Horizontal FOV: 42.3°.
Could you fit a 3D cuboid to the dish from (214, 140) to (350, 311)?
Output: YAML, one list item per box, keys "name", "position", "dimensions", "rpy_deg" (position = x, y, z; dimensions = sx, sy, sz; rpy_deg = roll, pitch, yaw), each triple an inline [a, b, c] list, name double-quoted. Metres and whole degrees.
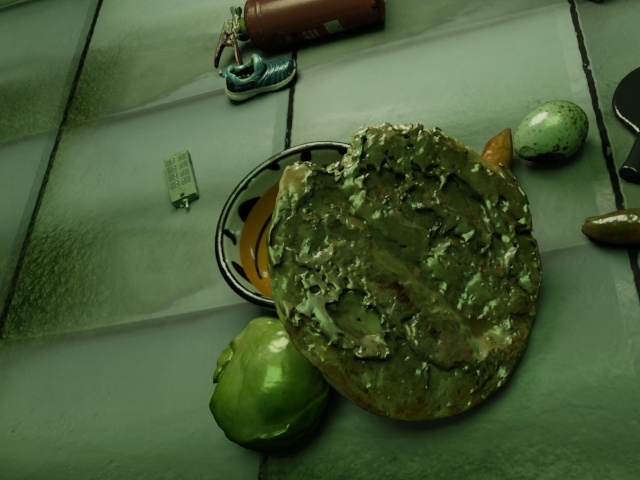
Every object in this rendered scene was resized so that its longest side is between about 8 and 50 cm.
- name: "dish"
  position: [0.000, 0.000, 1.182]
  dimensions: [0.303, 0.120, 0.303]
  rpy_deg: [-10, 57, 16]

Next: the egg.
- name: "egg"
  position: [0.329, -0.153, 1.186]
  dimensions: [0.110, 0.085, 0.085]
  rpy_deg: [-30, 48, 6]

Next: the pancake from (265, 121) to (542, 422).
- name: "pancake"
  position: [0.110, 0.021, 1.033]
  dimensions: [0.382, 0.071, 0.382]
  rpy_deg: [5, 73, -15]

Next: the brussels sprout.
- name: "brussels sprout"
  position: [-0.054, 0.184, 1.069]
  dimensions: [0.145, 0.131, 0.183]
  rpy_deg: [-5, 50, 48]

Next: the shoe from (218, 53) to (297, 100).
- name: "shoe"
  position: [-0.112, -0.306, 1.507]
  dimensions: [0.143, 0.071, 0.064]
  rpy_deg: [-15, 50, 6]

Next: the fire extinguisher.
- name: "fire extinguisher"
  position: [-0.049, -0.401, 1.543]
  dimensions: [0.337, 0.106, 0.147]
  rpy_deg: [-11, 76, 17]

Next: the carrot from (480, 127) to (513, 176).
- name: "carrot"
  position: [0.237, -0.089, 1.188]
  dimensions: [0.072, 0.072, 0.205]
  rpy_deg: [10, 58, 29]

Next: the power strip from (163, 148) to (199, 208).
- name: "power strip"
  position: [-0.241, -0.105, 1.441]
  dimensions: [0.051, 0.019, 0.136]
  rpy_deg: [-21, 49, 4]

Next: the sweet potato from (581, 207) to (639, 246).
- name: "sweet potato"
  position: [0.434, 0.011, 1.032]
  dimensions: [0.081, 0.062, 0.233]
  rpy_deg: [-41, 46, -8]

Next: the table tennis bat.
- name: "table tennis bat"
  position: [0.481, -0.177, 1.178]
  dimensions: [0.150, 0.027, 0.236]
  rpy_deg: [17, 61, 32]
